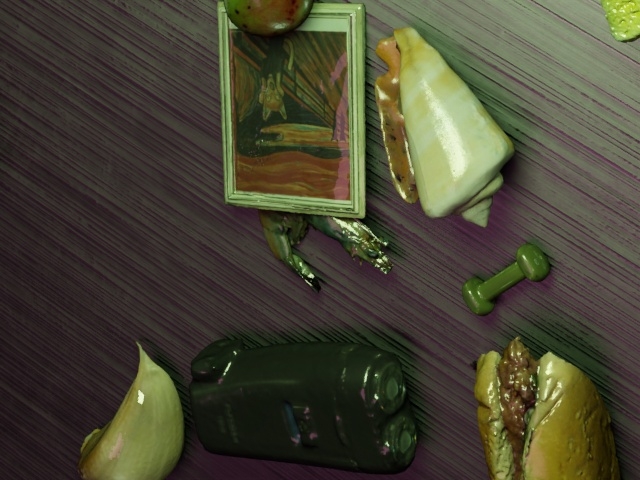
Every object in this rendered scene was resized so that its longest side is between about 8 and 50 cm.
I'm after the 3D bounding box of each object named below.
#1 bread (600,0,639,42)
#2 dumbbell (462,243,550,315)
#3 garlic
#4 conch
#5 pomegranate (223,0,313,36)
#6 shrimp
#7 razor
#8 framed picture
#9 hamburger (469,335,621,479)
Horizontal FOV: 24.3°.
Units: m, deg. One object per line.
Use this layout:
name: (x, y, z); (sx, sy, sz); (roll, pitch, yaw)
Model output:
bread: (0.365, -0.276, 1.586); (0.114, 0.111, 0.129); (-9, 110, 37)
dumbbell: (0.231, 0.049, 1.855); (0.118, 0.046, 0.052); (-35, 87, 37)
garlic: (-0.284, 0.288, 2.227); (0.164, 0.145, 0.245); (57, 131, 35)
conch: (0.155, -0.135, 1.786); (0.158, 0.127, 0.255); (153, 106, -65)
pomegranate: (-0.062, -0.309, 1.817); (0.130, 0.130, 0.130); (12, 118, 25)
shrimp: (0.000, 0.000, 1.967); (0.217, 0.051, 0.150); (36, 129, 20)
razor: (-0.026, 0.227, 2.047); (0.327, 0.107, 0.189); (0, 113, 31)
framed picture: (-0.039, -0.168, 1.898); (0.216, 0.016, 0.273); (5, 104, 28)
hamburger: (0.283, 0.280, 1.864); (0.155, 0.245, 0.282); (-6, 153, 27)
